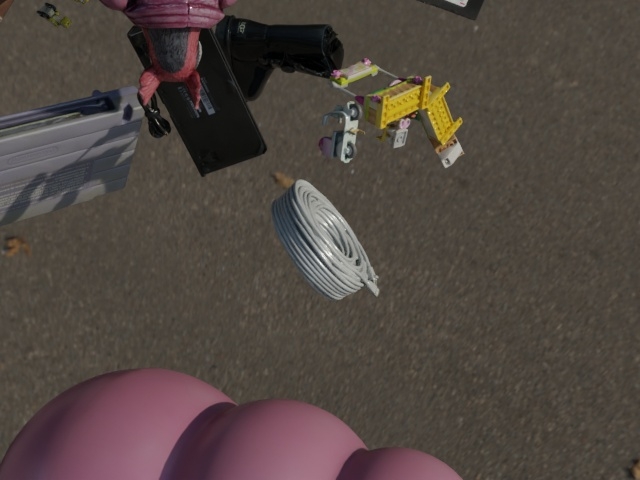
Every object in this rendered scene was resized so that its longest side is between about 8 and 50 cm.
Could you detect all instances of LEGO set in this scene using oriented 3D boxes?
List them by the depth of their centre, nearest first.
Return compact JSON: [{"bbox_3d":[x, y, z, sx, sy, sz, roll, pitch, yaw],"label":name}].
[{"bbox_3d":[0.099,-0.179,1.305,0.107,0.132,0.287,33,23,33],"label":"LEGO set"}]

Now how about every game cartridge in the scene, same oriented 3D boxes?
[{"bbox_3d":[-0.448,-0.111,1.443,0.355,0.230,0.068,-20,71,-32],"label":"game cartridge"}]

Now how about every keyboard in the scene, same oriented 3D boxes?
[{"bbox_3d":[-0.135,-0.146,0.981,0.108,0.180,0.023,-18,36,8],"label":"keyboard"}]

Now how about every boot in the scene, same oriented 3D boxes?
[{"bbox_3d":[-0.064,-0.307,1.689,0.207,0.246,0.094,9,71,9],"label":"boot"}]

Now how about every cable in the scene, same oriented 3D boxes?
[{"bbox_3d":[0.000,0.000,1.976,0.089,0.257,0.257,-34,53,17],"label":"cable"}]

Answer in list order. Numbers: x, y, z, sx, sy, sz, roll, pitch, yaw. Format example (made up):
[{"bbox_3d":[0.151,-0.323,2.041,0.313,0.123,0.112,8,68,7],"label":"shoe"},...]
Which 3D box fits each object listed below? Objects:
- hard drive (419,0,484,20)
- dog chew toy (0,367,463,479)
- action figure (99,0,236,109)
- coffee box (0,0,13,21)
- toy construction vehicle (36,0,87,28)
[{"bbox_3d":[0.014,-0.369,1.163,0.237,0.064,0.339,5,23,-45],"label":"hard drive"},{"bbox_3d":[-0.049,0.192,0.622,0.332,0.206,0.206,1,55,24],"label":"dog chew toy"},{"bbox_3d":[-0.121,-0.296,0.816,0.248,0.276,0.370,-13,104,-29],"label":"action figure"},{"bbox_3d":[-0.293,-0.113,0.510,0.119,0.168,0.297,36,95,20],"label":"coffee box"},{"bbox_3d":[-0.415,-0.387,1.569,0.098,0.035,0.086,26,71,43],"label":"toy construction vehicle"}]
